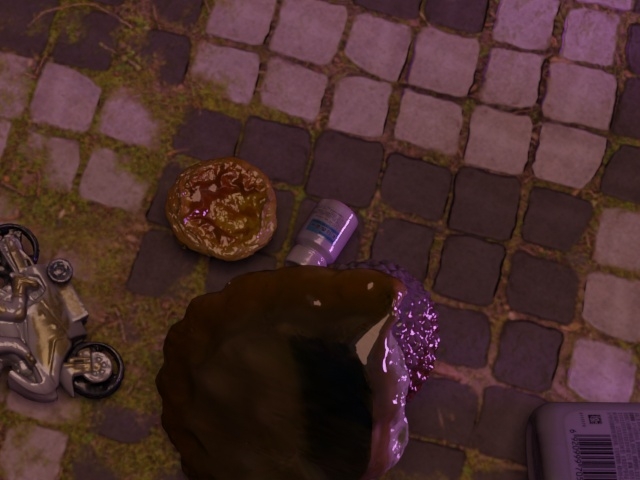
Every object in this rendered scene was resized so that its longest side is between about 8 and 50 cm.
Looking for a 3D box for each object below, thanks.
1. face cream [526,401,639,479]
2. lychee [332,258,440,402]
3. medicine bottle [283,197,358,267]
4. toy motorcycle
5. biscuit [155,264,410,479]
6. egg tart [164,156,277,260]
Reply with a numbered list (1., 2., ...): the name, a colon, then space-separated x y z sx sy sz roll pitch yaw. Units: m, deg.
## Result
1. face cream: 0.393 0.246 1.634 0.336 0.080 0.163 0 54 -4
2. lychee: 0.042 0.109 1.622 0.165 0.165 0.197 27 68 6
3. medicine bottle: 0.000 0.000 1.717 0.052 0.052 0.089 31 71 7
4. toy motorcycle: -0.320 0.093 1.648 0.151 0.074 0.229 -35 85 -21
5. biscuit: -0.017 0.190 1.547 0.329 0.078 0.335 -22 93 32
6. egg tart: -0.112 -0.031 1.721 0.130 0.052 0.130 2 69 -5
